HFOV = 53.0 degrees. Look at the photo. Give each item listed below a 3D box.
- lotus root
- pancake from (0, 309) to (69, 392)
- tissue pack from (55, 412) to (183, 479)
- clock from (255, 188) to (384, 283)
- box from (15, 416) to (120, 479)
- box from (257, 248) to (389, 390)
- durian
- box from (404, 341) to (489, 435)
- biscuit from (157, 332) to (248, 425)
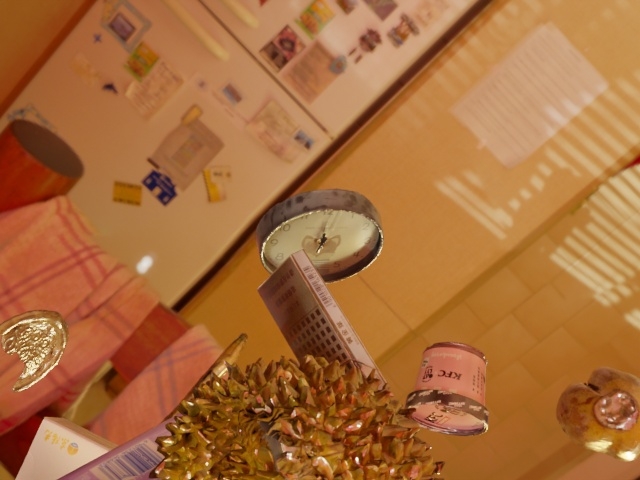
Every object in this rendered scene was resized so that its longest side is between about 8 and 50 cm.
[{"bbox_3d":[0.604,0.354,1.352,0.199,0.188,0.180,16,-11,27],"label":"lotus root"},{"bbox_3d":[-0.582,0.216,1.273,0.020,0.184,0.190,34,-10,31],"label":"pancake"},{"bbox_3d":[-0.149,0.355,0.876,0.242,0.160,0.338,23,30,39],"label":"tissue pack"},{"bbox_3d":[0.000,0.000,1.613,0.325,0.325,0.067,33,35,-43],"label":"clock"},{"bbox_3d":[-0.415,0.492,1.210,0.344,0.200,0.065,18,-12,17],"label":"box"},{"bbox_3d":[-0.003,0.196,1.316,0.047,0.180,0.324,-22,76,-38],"label":"box"},{"bbox_3d":[-0.012,0.235,0.501,0.258,0.258,0.292,10,83,-66],"label":"durian"},{"bbox_3d":[0.241,0.272,1.188,0.151,0.151,0.135,38,54,-29],"label":"box"},{"bbox_3d":[-0.202,0.252,1.116,0.029,0.247,0.118,42,23,2],"label":"biscuit"}]
